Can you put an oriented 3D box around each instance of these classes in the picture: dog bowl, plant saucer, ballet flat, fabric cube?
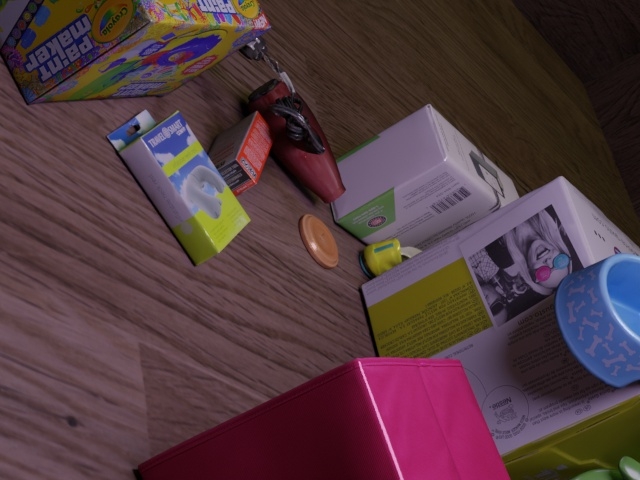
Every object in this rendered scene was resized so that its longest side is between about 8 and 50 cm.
[{"bbox_3d":[0.423,0.116,1.466,0.297,0.074,0.166,25,46,-16],"label":"dog bowl"},{"bbox_3d":[0.000,0.000,1.696,0.083,0.013,0.083,46,26,-31],"label":"plant saucer"},{"bbox_3d":[0.149,0.055,1.855,0.231,0.077,0.077,33,32,-48],"label":"ballet flat"},{"bbox_3d":[0.034,0.275,1.141,0.259,0.254,0.258,10,54,-62],"label":"fabric cube"}]

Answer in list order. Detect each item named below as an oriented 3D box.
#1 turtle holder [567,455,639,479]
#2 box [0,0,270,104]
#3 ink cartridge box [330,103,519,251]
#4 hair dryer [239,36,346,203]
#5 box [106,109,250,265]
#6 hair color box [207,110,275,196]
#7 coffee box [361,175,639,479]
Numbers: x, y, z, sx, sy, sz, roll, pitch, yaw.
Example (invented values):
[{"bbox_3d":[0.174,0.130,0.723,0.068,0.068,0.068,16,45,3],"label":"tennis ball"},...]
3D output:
[{"bbox_3d":[0.408,0.451,1.582,0.320,0.227,0.243,26,63,7],"label":"turtle holder"},{"bbox_3d":[-0.243,-0.316,1.360,0.279,0.177,0.290,63,23,2],"label":"box"},{"bbox_3d":[0.166,-0.060,1.869,0.273,0.198,0.114,34,33,-47],"label":"ink cartridge box"},{"bbox_3d":[-0.040,-0.139,1.640,0.223,0.080,0.293,63,7,34],"label":"hair dryer"},{"bbox_3d":[-0.160,-0.070,1.408,0.178,0.042,0.109,57,27,-10],"label":"box"},{"bbox_3d":[-0.106,-0.102,1.523,0.043,0.072,0.141,52,25,-20],"label":"hair color box"},{"bbox_3d":[0.311,0.178,1.713,0.338,0.338,0.334,30,38,-49],"label":"coffee box"}]
